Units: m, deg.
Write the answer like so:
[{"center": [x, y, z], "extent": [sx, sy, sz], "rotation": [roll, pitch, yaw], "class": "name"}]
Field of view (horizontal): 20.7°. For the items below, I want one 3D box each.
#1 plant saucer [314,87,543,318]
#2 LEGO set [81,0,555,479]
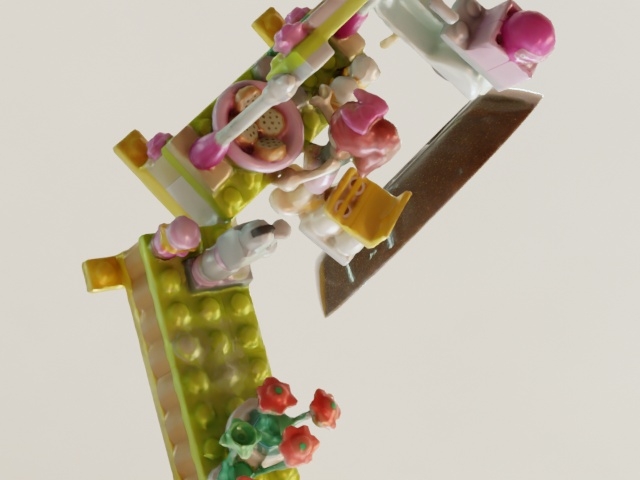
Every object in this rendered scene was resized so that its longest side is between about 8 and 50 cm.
[{"center": [0.052, -0.027, 0.946], "extent": [0.029, 0.168, 0.168], "rotation": [43, -146, 0], "class": "plant saucer"}, {"center": [0.000, 0.000, 0.581], "extent": [0.132, 0.107, 0.287], "rotation": [28, -119, -17], "class": "LEGO set"}]
